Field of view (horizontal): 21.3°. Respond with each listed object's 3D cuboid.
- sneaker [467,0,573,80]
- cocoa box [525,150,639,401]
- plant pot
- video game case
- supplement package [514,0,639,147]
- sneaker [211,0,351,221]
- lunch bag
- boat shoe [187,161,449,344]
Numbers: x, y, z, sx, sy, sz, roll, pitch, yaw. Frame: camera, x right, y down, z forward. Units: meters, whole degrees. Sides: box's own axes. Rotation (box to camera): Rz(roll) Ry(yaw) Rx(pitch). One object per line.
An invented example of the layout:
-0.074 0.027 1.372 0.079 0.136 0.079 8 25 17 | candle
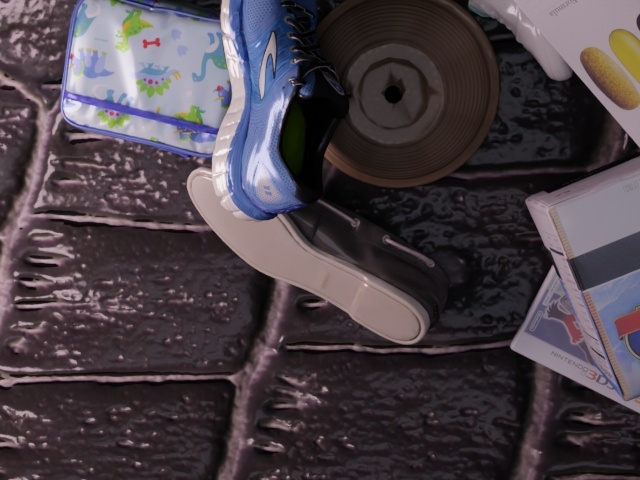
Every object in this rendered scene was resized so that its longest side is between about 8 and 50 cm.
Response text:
0.215 -0.270 1.933 0.094 0.080 0.212 -25 90 22 | sneaker
0.433 -0.003 1.853 0.347 0.231 0.228 -22 93 3 | cocoa box
0.086 -0.171 1.940 0.237 0.110 0.237 1 102 6 | plant pot
0.350 0.080 2.003 0.183 0.023 0.201 26 102 0 | video game case
0.341 -0.245 1.847 0.244 0.134 0.139 47 130 -12 | supplement package
-0.024 -0.186 1.876 0.147 0.130 0.330 -2 84 42 | sneaker
-0.187 -0.192 1.975 0.219 0.090 0.176 15 105 4 | lunch bag
0.000 0.000 2.001 0.335 0.095 0.112 33 138 3 | boat shoe
